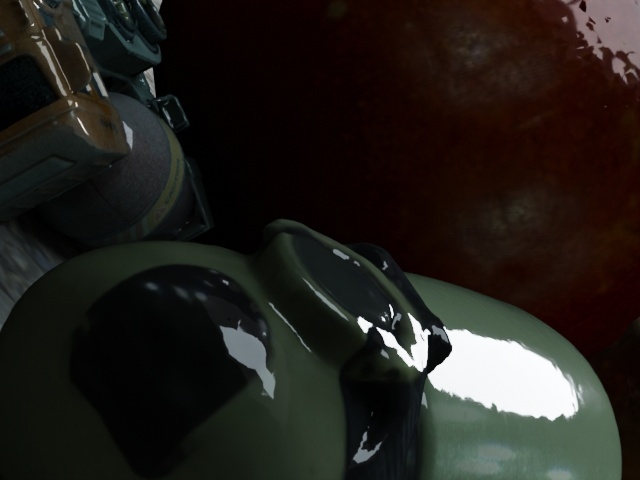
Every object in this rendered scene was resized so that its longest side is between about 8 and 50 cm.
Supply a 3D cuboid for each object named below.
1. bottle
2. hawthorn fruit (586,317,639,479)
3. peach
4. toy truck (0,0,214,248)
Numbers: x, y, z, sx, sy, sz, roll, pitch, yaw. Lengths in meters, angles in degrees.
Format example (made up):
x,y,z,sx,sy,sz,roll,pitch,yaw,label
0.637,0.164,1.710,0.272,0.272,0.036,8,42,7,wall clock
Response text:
x,y,z,sx,sy,sz,roll,pitch,yaw,label
0.002,0.085,0.632,0.168,0.168,0.347,53,14,24,bottle
0.252,0.119,1.213,0.325,0.308,0.308,50,10,-11,hawthorn fruit
0.051,-0.080,1.000,0.406,0.310,0.335,-126,-147,-57,peach
-0.129,-0.059,0.793,0.140,0.108,0.256,63,9,5,toy truck
